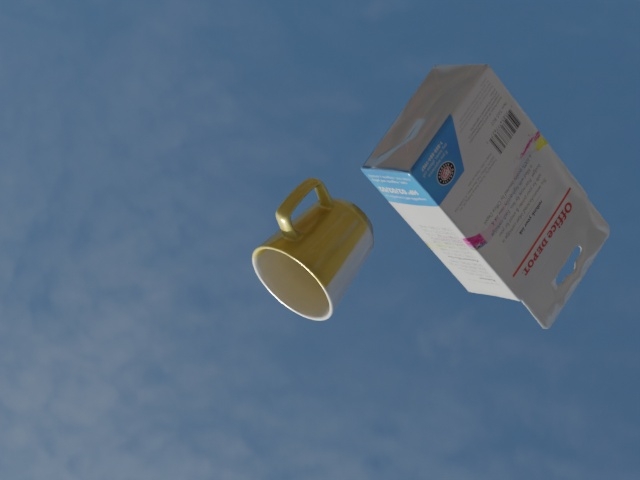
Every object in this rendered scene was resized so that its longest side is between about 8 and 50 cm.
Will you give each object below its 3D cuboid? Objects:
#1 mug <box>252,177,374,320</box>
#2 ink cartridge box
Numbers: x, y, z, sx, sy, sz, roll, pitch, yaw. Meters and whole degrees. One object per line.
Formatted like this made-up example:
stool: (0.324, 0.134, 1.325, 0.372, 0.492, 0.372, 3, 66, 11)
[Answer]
mug: (0.002, 0.003, 0.817, 0.062, 0.078, 0.064, 38, -118, 9)
ink cartridge box: (0.125, -0.030, 0.964, 0.061, 0.181, 0.104, 9, -123, 55)
